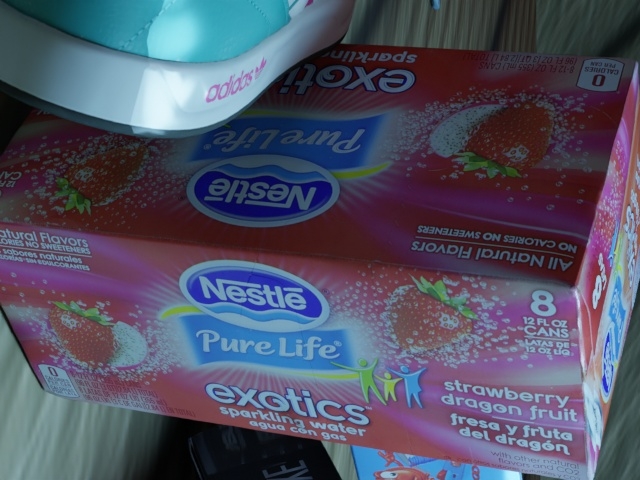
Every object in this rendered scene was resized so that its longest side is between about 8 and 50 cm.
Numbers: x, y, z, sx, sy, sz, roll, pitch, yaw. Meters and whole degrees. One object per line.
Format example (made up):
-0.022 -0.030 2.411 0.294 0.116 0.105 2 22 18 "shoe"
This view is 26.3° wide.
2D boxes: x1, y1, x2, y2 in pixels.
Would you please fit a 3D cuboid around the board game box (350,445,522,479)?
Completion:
0.066 0.080 0.850 0.302 0.086 0.308 -90 168 -66 "board game box"

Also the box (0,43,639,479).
0.000 0.000 0.580 0.122 0.257 0.128 75 29 -44 "box"

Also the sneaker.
-0.029 -0.164 0.500 0.295 0.124 0.178 -66 176 -66 "sneaker"

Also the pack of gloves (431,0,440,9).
0.136 -0.388 1.564 0.232 0.046 0.195 47 43 -68 "pack of gloves"

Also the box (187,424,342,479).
0.014 0.282 0.765 0.242 0.076 0.307 -126 -157 -61 "box"
